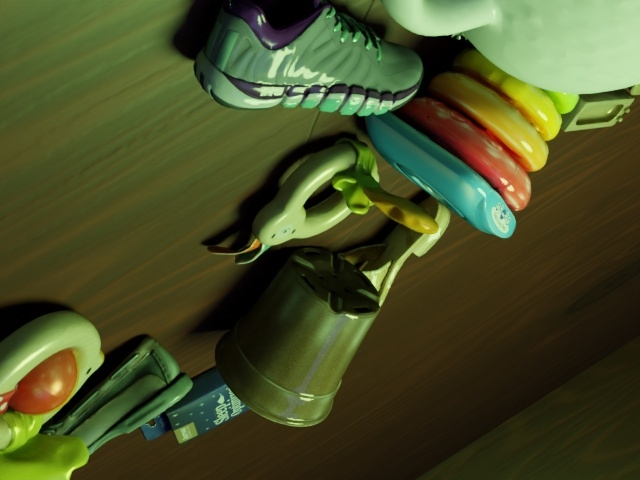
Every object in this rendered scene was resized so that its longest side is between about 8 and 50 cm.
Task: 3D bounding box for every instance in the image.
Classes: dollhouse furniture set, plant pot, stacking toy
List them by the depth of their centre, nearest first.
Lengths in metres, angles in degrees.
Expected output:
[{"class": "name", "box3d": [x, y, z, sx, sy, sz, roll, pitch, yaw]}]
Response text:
[{"class": "stacking toy", "box3d": [0.205, -0.167, 0.829, 0.302, 0.165, 0.175, -51, 151, 2]}, {"class": "plant pot", "box3d": [-0.020, 0.108, 1.002, 0.167, 0.167, 0.165, 0, 129, -48]}, {"class": "dollhouse furniture set", "box3d": [0.398, -0.169, 1.028, 0.144, 0.123, 0.151, -11, 145, -38]}]

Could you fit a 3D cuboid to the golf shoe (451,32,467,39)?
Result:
[{"class": "golf shoe", "box3d": [0.173, -0.235, 0.742, 0.198, 0.094, 0.077, 0, 165, -12]}]

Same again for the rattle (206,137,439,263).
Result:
[{"class": "rattle", "box3d": [0.000, 0.000, 0.860, 0.199, 0.143, 0.130, -37, 172, -6]}]

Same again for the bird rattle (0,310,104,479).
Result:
[{"class": "bird rattle", "box3d": [-0.310, 0.148, 0.804, 0.207, 0.143, 0.253, -49, 156, -19]}]

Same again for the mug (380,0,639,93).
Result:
[{"class": "mug", "box3d": [0.183, -0.240, 0.498, 0.374, 0.276, 0.328, -27, 164, -29]}]

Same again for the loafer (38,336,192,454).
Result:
[{"class": "loafer", "box3d": [-0.282, 0.209, 0.975, 0.267, 0.084, 0.096, -32, -175, 3]}]

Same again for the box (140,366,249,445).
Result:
[{"class": "box", "box3d": [-0.148, 0.225, 1.173, 0.225, 0.037, 0.136, -25, 152, -15]}]

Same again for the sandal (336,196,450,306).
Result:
[{"class": "sandal", "box3d": [0.059, 0.028, 1.062, 0.079, 0.088, 0.240, 32, 108, -27]}]

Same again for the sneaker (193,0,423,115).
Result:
[{"class": "sneaker", "box3d": [0.011, -0.160, 0.666, 0.223, 0.083, 0.098, -11, 140, -37]}]
